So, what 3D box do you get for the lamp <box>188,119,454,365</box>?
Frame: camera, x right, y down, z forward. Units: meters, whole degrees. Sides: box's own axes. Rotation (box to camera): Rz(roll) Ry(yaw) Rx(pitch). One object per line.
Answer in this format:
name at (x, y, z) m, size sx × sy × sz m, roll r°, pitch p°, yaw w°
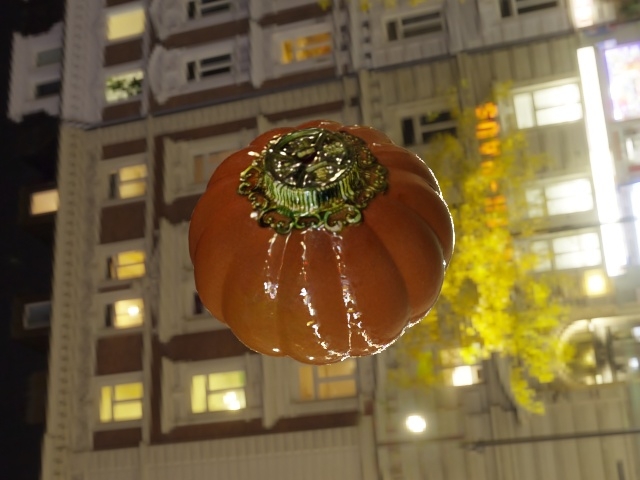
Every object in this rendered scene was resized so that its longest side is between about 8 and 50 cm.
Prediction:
lamp at (0.000, 0.000, 0.860) m, size 0.196 × 0.223 × 0.223 m, roll 84°, pitch -170°, yaw -49°
